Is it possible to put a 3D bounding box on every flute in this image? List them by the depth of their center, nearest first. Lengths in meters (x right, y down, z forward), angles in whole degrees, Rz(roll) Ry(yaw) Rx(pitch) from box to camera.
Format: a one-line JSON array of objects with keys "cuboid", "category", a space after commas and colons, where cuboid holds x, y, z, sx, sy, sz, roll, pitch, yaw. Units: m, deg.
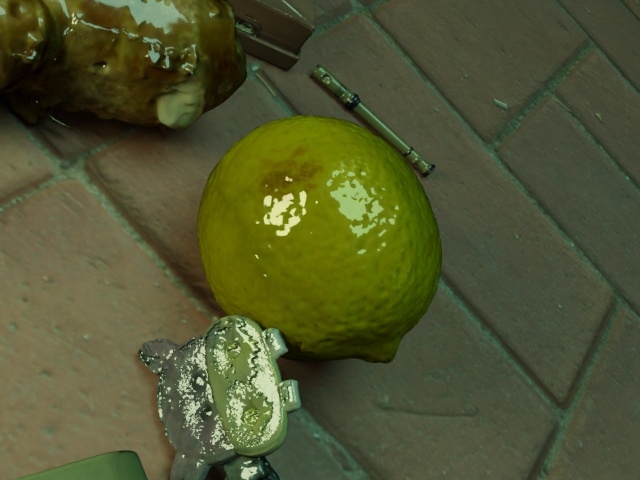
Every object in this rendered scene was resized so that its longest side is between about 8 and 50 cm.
[{"cuboid": [0.079, -0.179, 1.204, 0.233, 0.027, 0.027, 41, 43, -8], "category": "flute"}]

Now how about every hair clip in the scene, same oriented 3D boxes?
[{"cuboid": [-0.086, 0.159, 0.760, 0.187, 0.146, 0.056, 69, 13, 12], "category": "hair clip"}]

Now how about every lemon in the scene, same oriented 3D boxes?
[{"cuboid": [-0.001, 0.000, 0.853, 0.267, 0.267, 0.267, 21, 49, -27], "category": "lemon"}]

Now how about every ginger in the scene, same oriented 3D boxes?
[{"cuboid": [-0.275, -0.200, 0.830, 0.419, 0.176, 0.254, 18, 58, -25], "category": "ginger"}]

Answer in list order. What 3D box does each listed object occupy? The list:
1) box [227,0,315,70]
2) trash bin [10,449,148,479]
[{"cuboid": [-0.114, -0.378, 1.146, 0.215, 0.086, 0.215, 19, 49, -27], "category": "box"}, {"cuboid": [-0.195, 0.300, 0.577, 0.243, 0.121, 0.247, -8, 63, -42], "category": "trash bin"}]
